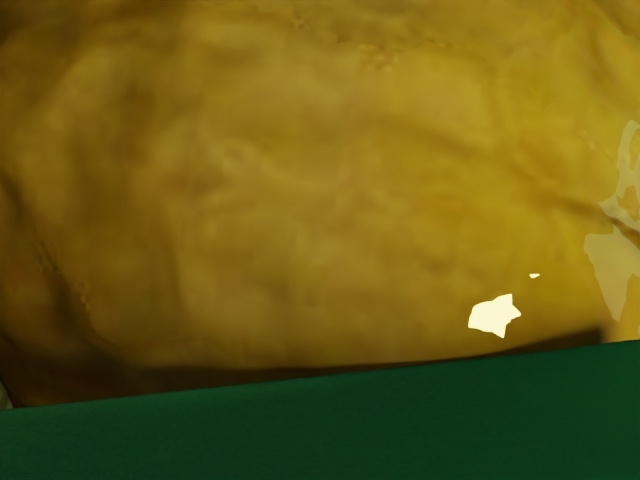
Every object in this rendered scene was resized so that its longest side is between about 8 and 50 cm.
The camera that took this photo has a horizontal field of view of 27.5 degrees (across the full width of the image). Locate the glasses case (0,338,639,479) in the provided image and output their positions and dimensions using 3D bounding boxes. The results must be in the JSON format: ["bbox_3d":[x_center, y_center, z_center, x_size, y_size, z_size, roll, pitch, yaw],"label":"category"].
[{"bbox_3d":[-0.038,0.090,0.377,0.117,0.301,0.070,-75,159,-76],"label":"glasses case"}]

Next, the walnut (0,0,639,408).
[{"bbox_3d":[0.000,0.000,0.608,0.308,0.398,0.354,-54,141,-20],"label":"walnut"}]
